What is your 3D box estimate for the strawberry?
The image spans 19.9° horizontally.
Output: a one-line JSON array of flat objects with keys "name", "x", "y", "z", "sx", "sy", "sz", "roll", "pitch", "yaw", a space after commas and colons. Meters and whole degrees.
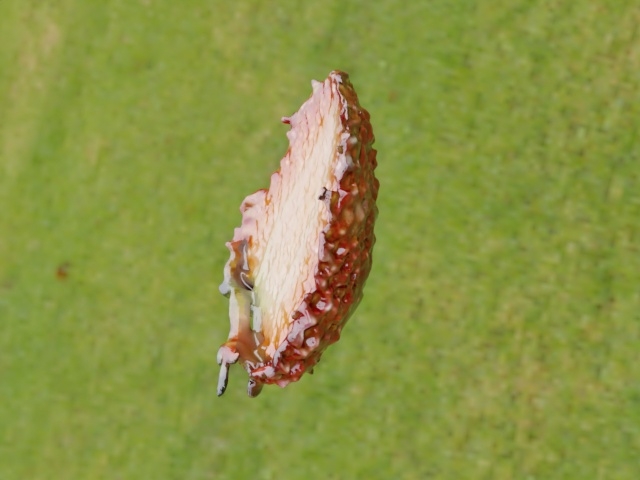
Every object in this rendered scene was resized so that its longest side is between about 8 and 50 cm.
[{"name": "strawberry", "x": 0.004, "y": 0.003, "z": 1.207, "sx": 0.208, "sy": 0.087, "sz": 0.167, "roll": -56, "pitch": 27, "yaw": 39}]
